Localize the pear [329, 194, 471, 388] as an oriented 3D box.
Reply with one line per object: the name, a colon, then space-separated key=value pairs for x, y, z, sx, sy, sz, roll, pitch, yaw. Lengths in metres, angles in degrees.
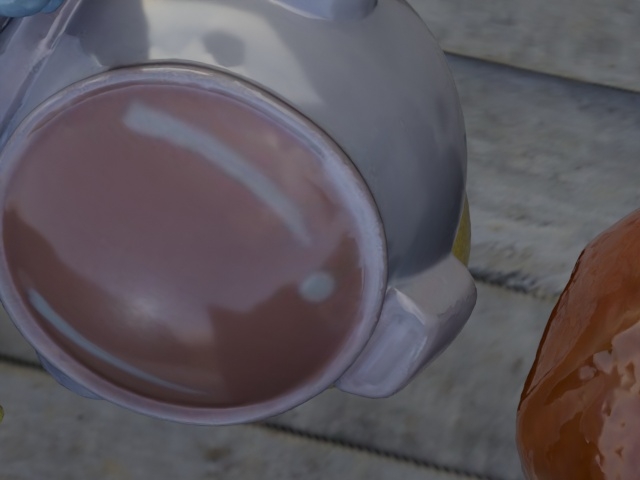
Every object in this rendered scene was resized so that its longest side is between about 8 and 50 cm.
pear: x=0.000 y=0.000 z=1.250 sx=0.209 sy=0.209 sz=0.208 roll=2 pitch=96 yaw=16

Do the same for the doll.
doll: x=-0.093 y=-0.059 z=0.378 sx=0.287 sy=0.151 sz=0.151 roll=32 pitch=103 yaw=-4

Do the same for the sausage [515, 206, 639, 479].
sausage: x=0.176 y=0.047 z=0.534 sx=0.141 sy=0.268 sz=0.153 roll=-29 pitch=69 yaw=44
